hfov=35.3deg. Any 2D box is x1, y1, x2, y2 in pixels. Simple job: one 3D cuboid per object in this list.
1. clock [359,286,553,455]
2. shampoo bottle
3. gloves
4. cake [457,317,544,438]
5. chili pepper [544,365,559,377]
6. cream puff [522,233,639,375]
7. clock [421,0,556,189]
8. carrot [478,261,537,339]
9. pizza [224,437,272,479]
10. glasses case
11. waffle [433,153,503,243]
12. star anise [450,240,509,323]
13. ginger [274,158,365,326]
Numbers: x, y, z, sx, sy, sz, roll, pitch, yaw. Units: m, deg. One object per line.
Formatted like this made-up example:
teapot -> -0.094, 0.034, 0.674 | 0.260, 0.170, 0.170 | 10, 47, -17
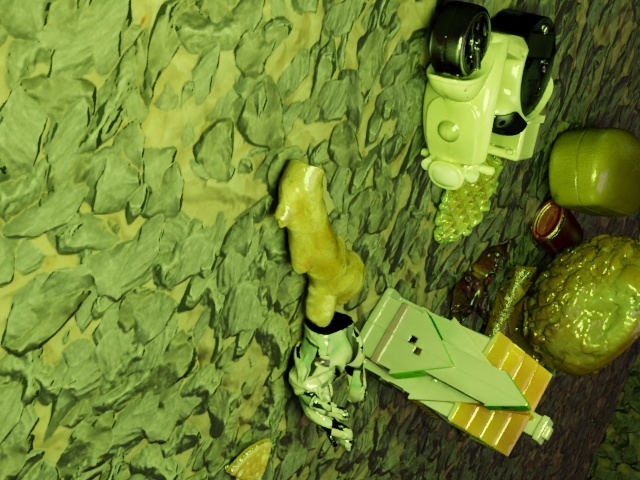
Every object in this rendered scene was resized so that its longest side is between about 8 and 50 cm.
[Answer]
clock -> 0.239, 0.225, 1.666 | 0.166, 0.309, 0.235 | -58, 151, -8
shampoo bottle -> 0.525, -0.010, 2.201 | 0.102, 0.064, 0.260 | -62, 152, -3
gloves -> 0.011, 0.213, 1.500 | 0.127, 0.111, 0.212 | -61, 161, -63
cake -> 0.407, 0.321, 2.240 | 0.295, 0.113, 0.116 | -55, 148, -5
chili pepper -> 0.587, 0.198, 2.457 | 0.085, 0.076, 0.359 | -63, 162, -44
cream puff -> 0.568, 0.118, 2.105 | 0.327, 0.231, 0.343 | -36, 167, -37
clock -> 0.257, -0.224, 1.543 | 0.379, 0.120, 0.276 | -17, 121, -54
carrot -> 0.383, 0.151, 2.104 | 0.069, 0.069, 0.229 | 16, 98, -61
pizza -> -0.106, 0.331, 1.479 | 0.083, 0.025, 0.078 | -32, 134, -33
glasses case -> 0.591, -0.143, 2.087 | 0.371, 0.141, 0.173 | 7, 83, -60
waffle -> 0.253, -0.075, 1.733 | 0.183, 0.036, 0.169 | -16, 128, -51
star anise -> 0.294, 0.101, 1.922 | 0.212, 0.053, 0.157 | -35, 139, -44
ginger -> -0.003, -0.001, 1.346 | 0.118, 0.065, 0.299 | -53, 147, -27
